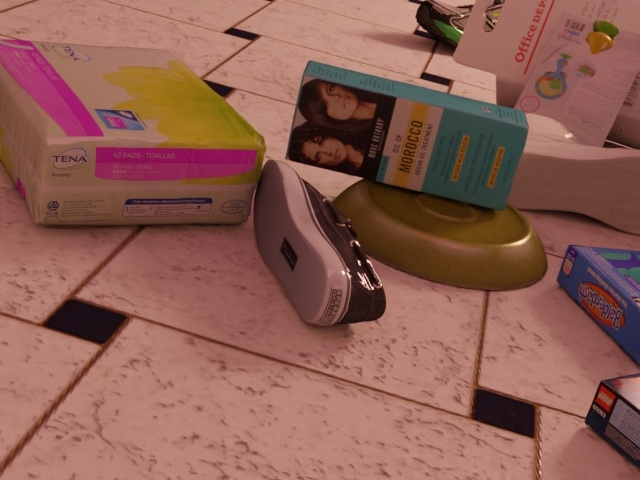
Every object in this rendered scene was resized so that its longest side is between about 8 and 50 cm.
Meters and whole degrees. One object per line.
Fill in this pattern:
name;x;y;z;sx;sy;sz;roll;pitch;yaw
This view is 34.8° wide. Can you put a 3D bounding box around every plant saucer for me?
plant saucer;0.131;-0.022;1.092;0.241;0.037;0.241;12;25;-5

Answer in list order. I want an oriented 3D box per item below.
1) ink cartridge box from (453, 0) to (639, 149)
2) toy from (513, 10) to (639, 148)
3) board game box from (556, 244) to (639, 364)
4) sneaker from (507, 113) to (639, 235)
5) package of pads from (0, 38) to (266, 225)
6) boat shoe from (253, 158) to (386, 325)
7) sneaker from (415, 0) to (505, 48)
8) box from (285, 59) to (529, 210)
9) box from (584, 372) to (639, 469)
ink cartridge box;0.403;-0.288;1.586;0.353;0.207;0.119;21;-9;14
toy;0.369;-0.209;1.481;0.136;0.237;0.056;23;-13;19
board game box;0.365;0.065;1.012;0.210;0.047;0.160;4;25;-19
sneaker;0.339;-0.096;1.279;0.292;0.108;0.169;11;27;-3
package of pads;-0.209;-0.117;1.039;0.229;0.101;0.296;-2;29;-31
boat shoe;0.000;0.000;0.928;0.076;0.080;0.228;9;25;-25
sneaker;0.334;-0.434;1.969;0.343;0.146;0.134;-1;28;-29
box;0.092;-0.113;1.101;0.244;0.101;0.060;13;24;0
box;0.348;0.156;0.808;0.233;0.044;0.159;-4;29;-34
